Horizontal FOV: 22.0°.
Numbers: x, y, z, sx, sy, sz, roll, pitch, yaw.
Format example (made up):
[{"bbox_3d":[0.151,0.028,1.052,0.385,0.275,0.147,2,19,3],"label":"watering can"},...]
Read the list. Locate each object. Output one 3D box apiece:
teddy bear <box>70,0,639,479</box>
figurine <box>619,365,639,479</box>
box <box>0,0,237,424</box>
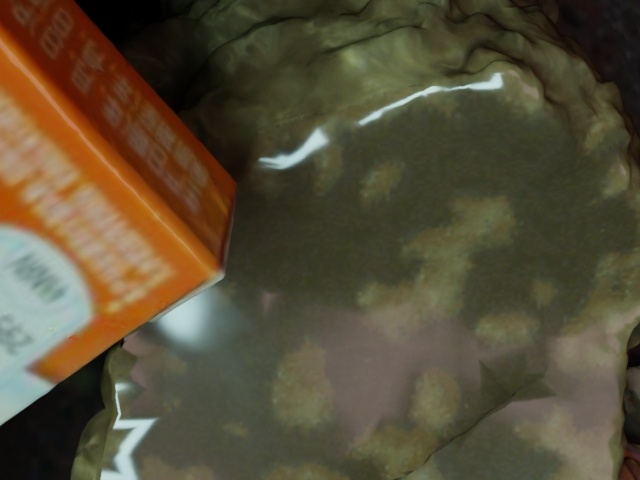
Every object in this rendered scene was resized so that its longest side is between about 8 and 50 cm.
[{"bbox_3d":[-0.002,0.009,0.520,0.246,0.222,0.296,8,103,-13],"label":"teddy bear"},{"bbox_3d":[0.139,0.093,0.641,0.195,0.111,0.102,-11,57,-36],"label":"figurine"},{"bbox_3d":[-0.203,-0.027,0.338,0.273,0.265,0.048,47,22,-21],"label":"box"}]
